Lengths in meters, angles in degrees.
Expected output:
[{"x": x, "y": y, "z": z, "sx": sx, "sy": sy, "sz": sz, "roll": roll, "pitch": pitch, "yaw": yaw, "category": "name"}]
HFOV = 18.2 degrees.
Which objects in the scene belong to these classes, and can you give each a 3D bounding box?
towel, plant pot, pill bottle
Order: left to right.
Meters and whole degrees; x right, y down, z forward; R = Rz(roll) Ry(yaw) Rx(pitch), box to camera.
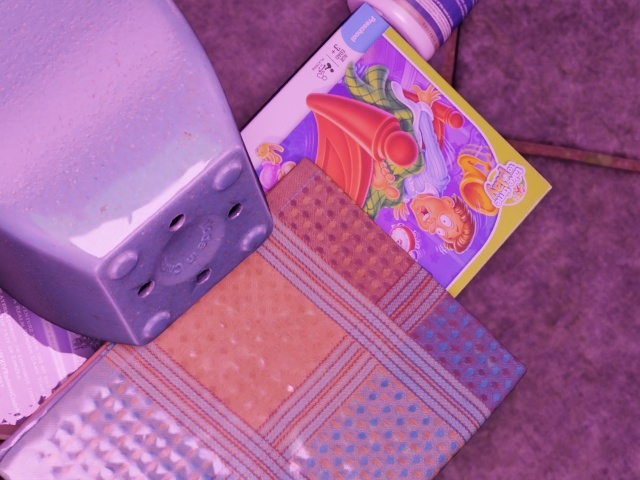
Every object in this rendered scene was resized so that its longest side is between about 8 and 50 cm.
[{"x": -0.176, "y": -0.066, "z": 1.555, "sx": 0.247, "sy": 0.248, "sz": 0.252, "roll": -42, "pitch": 64, "yaw": -12, "category": "plant pot"}, {"x": -0.043, "y": 0.143, "z": 1.608, "sx": 0.271, "sy": 0.040, "sz": 0.370, "roll": 44, "pitch": 70, "yaw": 0, "category": "towel"}, {"x": 0.110, "y": -0.247, "z": 1.773, "sx": 0.094, "sy": 0.094, "sz": 0.169, "roll": 41, "pitch": 79, "yaw": -4, "category": "pill bottle"}]

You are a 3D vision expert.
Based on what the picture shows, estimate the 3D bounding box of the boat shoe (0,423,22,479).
[{"x": -0.155, "y": 0.237, "z": 1.629, "sx": 0.307, "sy": 0.111, "sz": 0.104, "roll": 17, "pitch": 71, "yaw": 5, "category": "boat shoe"}]

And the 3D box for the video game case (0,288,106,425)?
[{"x": -0.235, "y": 0.059, "z": 1.715, "sx": 0.274, "sy": 0.026, "sz": 0.196, "roll": -17, "pitch": 88, "yaw": -13, "category": "video game case"}]

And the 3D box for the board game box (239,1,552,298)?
[{"x": 0.000, "y": 0.000, "z": 1.720, "sx": 0.233, "sy": 0.078, "sz": 0.347, "roll": 44, "pitch": 74, "yaw": -6, "category": "board game box"}]
